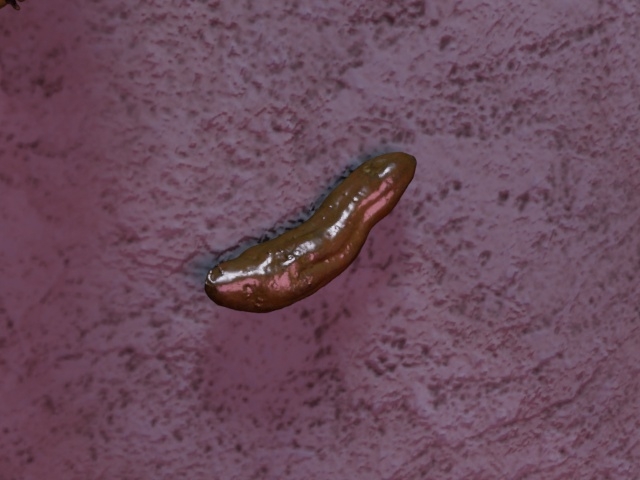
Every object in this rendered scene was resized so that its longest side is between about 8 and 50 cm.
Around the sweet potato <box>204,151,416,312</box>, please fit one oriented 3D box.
[{"bbox_3d":[0.001,0.000,1.128,0.182,0.054,0.053,-37,160,-16],"label":"sweet potato"}]

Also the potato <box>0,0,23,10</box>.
[{"bbox_3d":[-0.242,-0.278,0.800,0.359,0.219,0.270,41,69,-28],"label":"potato"}]
